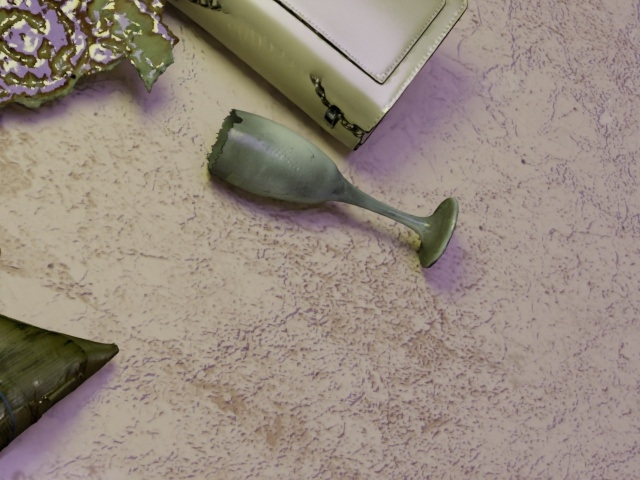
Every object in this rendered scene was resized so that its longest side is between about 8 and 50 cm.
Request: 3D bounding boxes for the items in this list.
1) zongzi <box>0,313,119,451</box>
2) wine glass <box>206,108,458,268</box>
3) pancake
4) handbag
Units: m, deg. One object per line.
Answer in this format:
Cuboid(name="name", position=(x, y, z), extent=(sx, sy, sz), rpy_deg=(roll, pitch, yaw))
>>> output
Cuboid(name="zongzi", position=(-0.372, 0.093, 1.655), extent=(0.251, 0.125, 0.274), rpy_deg=(53, 48, -2))
Cuboid(name="wine glass", position=(0.000, 0.000, 1.883), extent=(0.309, 0.096, 0.264), rpy_deg=(23, 53, -14))
Cuboid(name="pancake", position=(-0.376, -0.276, 1.838), extent=(0.427, 0.067, 0.305), rpy_deg=(-19, 85, -21))
Cuboid(name="handbag", position=(-0.024, -0.310, 1.998), extent=(0.358, 0.160, 0.236), rpy_deg=(39, 61, -3))
